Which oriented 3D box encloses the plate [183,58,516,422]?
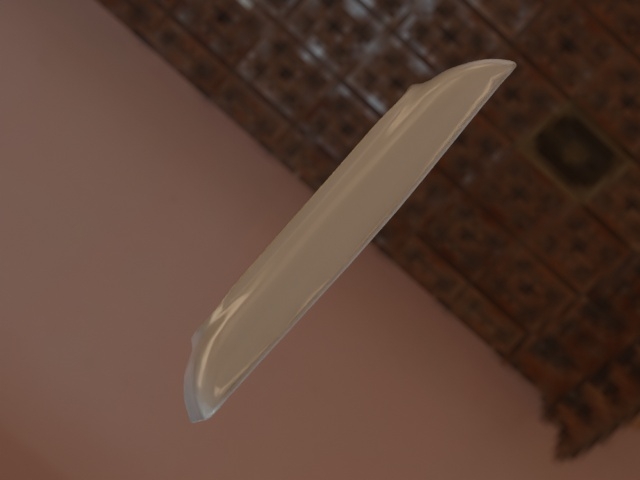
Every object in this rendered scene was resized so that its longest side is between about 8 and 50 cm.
[{"bbox_3d":[0.000,0.000,1.234,0.278,0.045,0.277,-49,-179,-8],"label":"plate"}]
